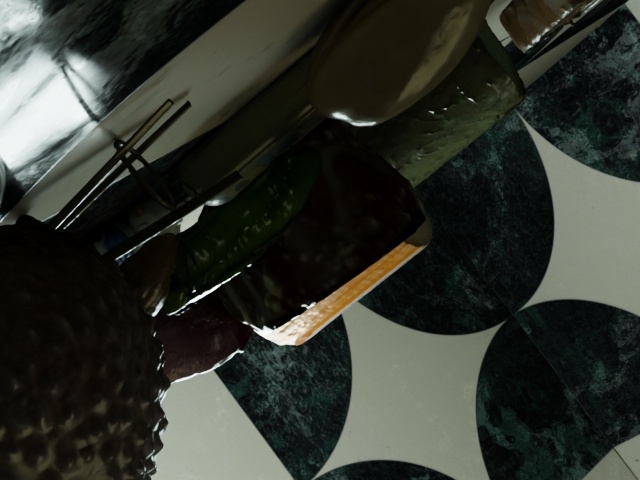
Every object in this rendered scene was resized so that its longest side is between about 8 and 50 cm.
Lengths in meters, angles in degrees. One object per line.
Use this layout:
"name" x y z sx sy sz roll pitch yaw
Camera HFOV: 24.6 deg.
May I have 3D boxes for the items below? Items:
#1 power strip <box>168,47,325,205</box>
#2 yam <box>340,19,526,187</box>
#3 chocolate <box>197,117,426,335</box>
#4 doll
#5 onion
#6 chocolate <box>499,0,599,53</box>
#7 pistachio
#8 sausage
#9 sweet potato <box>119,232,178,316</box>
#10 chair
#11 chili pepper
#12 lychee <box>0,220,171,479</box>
"power strip" -0.023 -0.148 1.593 0.387 0.066 0.092 -38 174 19
"yam" 0.137 -0.181 1.900 0.304 0.168 0.168 -39 176 36
"chocolate" -0.033 -0.031 1.842 0.225 0.210 0.340 -39 -178 -33
"doll" -0.240 0.013 1.658 0.227 0.057 0.114 -29 172 16
"onion" -0.199 0.092 1.968 0.283 0.227 0.120 -12 118 -43
"chocolate" 0.357 -0.367 2.139 0.148 0.093 0.214 -37 177 -22
"pistachio" 0.076 -0.203 1.434 0.226 0.136 0.136 -45 173 24
"sausage" 0.000 0.000 2.302 0.287 0.233 0.233 -40 175 26
"sweet potato" -0.184 0.065 1.310 0.182 0.054 0.053 -42 176 31
"chair" -0.190 -0.036 1.316 0.221 0.104 0.095 -42 147 10
"chili pepper" -0.066 -0.026 1.464 0.359 0.076 0.085 -44 148 -61
"lychee" -0.270 0.129 1.180 0.300 0.300 0.300 -37 176 -3
